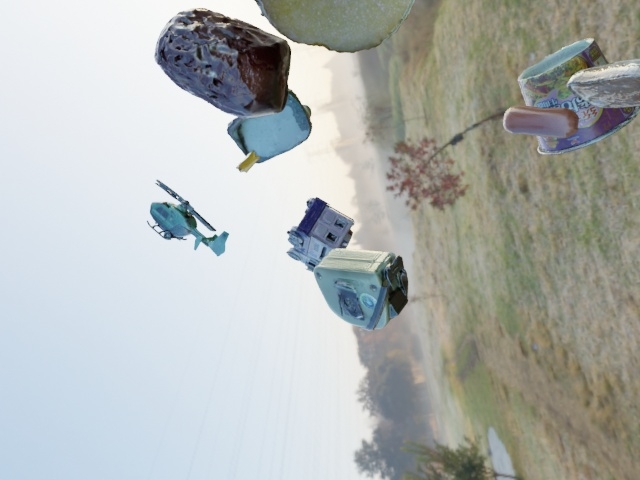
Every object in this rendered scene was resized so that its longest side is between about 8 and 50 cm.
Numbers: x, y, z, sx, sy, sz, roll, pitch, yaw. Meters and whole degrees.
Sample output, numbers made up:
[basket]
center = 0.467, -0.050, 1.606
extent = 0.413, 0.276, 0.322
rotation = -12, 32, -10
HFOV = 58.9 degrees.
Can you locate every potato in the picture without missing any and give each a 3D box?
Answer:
[potato]
center = -0.001, -0.669, 1.278
extent = 0.442, 0.385, 0.319
rotation = 64, -177, -46

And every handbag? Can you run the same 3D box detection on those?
[handbag]
center = -0.184, -0.197, 1.435
extent = 0.027, 0.061, 0.083
rotation = 44, 171, -14

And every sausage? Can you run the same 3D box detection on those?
[sausage]
center = 0.568, -0.307, 1.465
extent = 0.077, 0.194, 0.077
rotation = -20, -63, -48

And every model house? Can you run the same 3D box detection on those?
[model house]
center = -0.152, -0.417, 1.917
extent = 0.184, 0.253, 0.291
rotation = 53, -160, -24

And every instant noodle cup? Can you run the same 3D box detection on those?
[instant noodle cup]
center = 0.816, -0.475, 1.835
extent = 0.266, 0.340, 0.340
rotation = 59, -169, -15

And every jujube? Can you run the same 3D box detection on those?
[jujube]
center = -0.245, -0.472, 1.498
extent = 0.258, 0.376, 0.258
rotation = -63, 1, 2

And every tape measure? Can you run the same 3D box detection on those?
[tape measure]
center = 0.109, 0.124, 1.326
extent = 0.115, 0.235, 0.207
rotation = -44, -57, -37

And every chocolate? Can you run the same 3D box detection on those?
[chocolate]
center = 0.748, -0.394, 1.380
extent = 0.254, 0.157, 0.080
rotation = 16, 87, 64

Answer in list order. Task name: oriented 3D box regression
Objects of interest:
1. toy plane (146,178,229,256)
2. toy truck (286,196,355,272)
[toy plane]
center = -0.290, -0.036, 1.213
extent = 0.235, 0.096, 0.060
rotation = 37, -167, 20
[toy truck]
center = 0.000, 0.000, 1.580
extent = 0.124, 0.155, 0.268
rotation = -58, -6, -18
